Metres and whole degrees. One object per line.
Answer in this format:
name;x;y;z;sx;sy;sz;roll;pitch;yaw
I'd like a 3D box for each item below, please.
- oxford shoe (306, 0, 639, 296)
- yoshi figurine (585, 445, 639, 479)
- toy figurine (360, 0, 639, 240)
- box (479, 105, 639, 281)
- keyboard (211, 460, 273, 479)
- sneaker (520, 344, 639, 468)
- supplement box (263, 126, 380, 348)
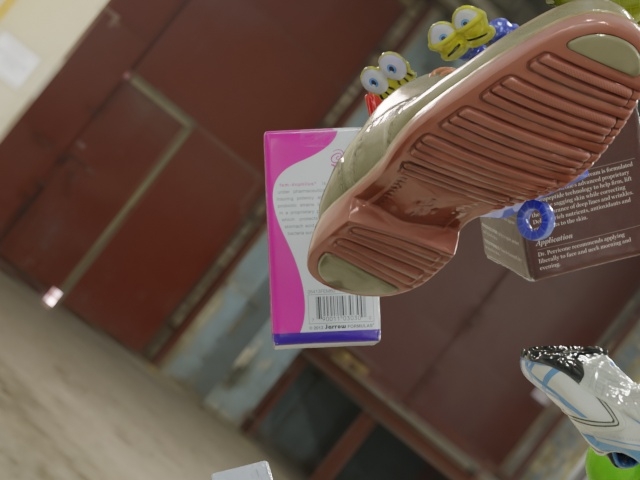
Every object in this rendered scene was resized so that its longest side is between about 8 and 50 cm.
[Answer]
oxford shoe;0.110;-0.098;1.257;0.140;0.146;0.397;23;-37;-26
yoshi figurine;0.472;0.289;2.095;0.203;0.204;0.362;54;-28;13
toy figurine;0.219;-0.107;1.469;0.191;0.363;0.217;15;58;-44
box;0.291;-0.077;1.914;0.167;0.169;0.203;-142;-139;-73
keyboard;-0.070;0.358;1.826;0.256;0.072;0.014;-111;-175;-49
sneaker;0.249;0.150;1.396;0.085;0.086;0.237;-3;17;-25
supplement box;0.000;0.000;1.626;0.111;0.220;0.114;-2;-6;-2
